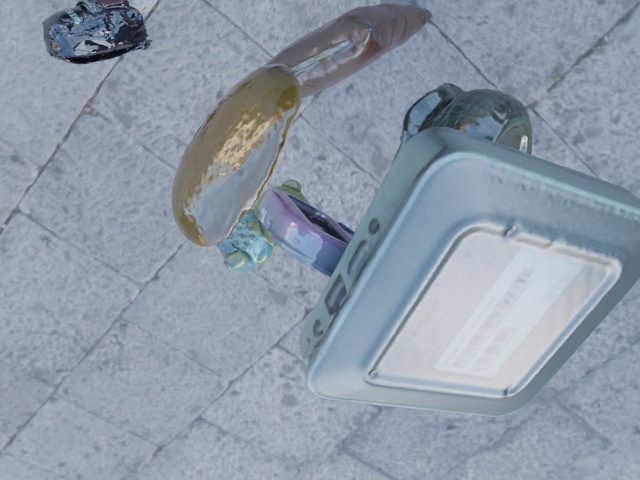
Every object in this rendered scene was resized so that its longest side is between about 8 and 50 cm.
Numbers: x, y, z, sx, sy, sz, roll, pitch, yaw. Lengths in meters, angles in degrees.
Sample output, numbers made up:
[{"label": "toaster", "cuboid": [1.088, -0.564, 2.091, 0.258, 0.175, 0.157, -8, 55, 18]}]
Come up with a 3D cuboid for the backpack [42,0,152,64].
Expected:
[{"label": "backpack", "cuboid": [-0.396, -0.369, 0.990, 0.120, 0.165, 0.105, 22, 126, 39]}]

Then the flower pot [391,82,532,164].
[{"label": "flower pot", "cuboid": [0.322, -0.190, 1.247, 0.302, 0.213, 0.301, -28, 132, -36]}]

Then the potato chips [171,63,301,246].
[{"label": "potato chips", "cuboid": [-0.095, -0.097, 0.580, 0.201, 0.150, 0.049, -51, 136, 8]}]

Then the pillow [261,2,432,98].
[{"label": "pillow", "cuboid": [0.036, -0.369, 1.111, 0.308, 0.305, 0.108, -16, 106, 38]}]

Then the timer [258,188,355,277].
[{"label": "timer", "cuboid": [0.000, 0.000, 0.865, 0.191, 0.208, 0.069, 28, 101, -26]}]

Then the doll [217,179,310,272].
[{"label": "doll", "cuboid": [-0.139, -0.034, 1.486, 0.261, 0.161, 0.177, -29, 76, 4]}]

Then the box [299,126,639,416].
[{"label": "box", "cuboid": [0.208, 0.073, 0.761, 0.397, 0.111, 0.395, 12, 121, -24]}]
